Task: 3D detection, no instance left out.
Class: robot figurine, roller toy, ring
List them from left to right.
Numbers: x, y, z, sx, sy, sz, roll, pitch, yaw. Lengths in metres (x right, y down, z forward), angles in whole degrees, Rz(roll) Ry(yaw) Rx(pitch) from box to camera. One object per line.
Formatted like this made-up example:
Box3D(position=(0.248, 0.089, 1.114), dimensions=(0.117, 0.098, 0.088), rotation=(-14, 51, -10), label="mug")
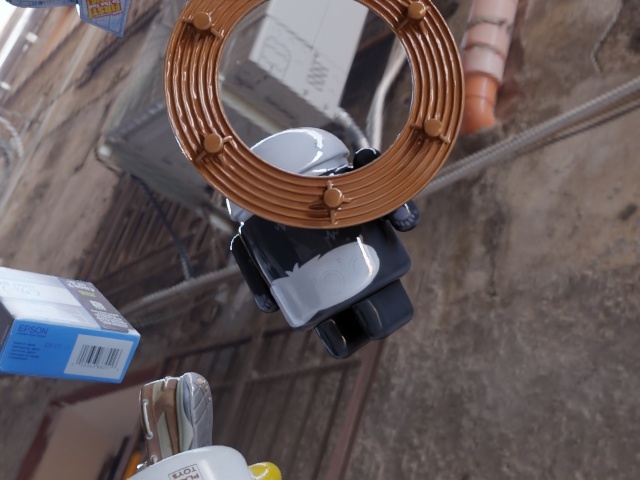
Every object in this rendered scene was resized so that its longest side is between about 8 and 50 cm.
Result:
Box3D(position=(-0.151, 0.326, 1.084), dimensions=(0.209, 0.146, 0.191), rotation=(-38, -27, 14), label="roller toy")
Box3D(position=(-0.003, -0.178, 1.052), dimensions=(0.336, 0.337, 0.032), rotation=(20, -13, -2), label="ring")
Box3D(position=(0.002, -0.001, 1.161), dimensions=(0.278, 0.209, 0.173), rotation=(60, -8, 4), label="robot figurine")

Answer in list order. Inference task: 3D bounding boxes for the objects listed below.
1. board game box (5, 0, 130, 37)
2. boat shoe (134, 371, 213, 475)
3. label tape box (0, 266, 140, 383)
Box3D(position=(-0.317, -0.354, 1.245), dimensions=(0.194, 0.060, 0.194), rotation=(-9, -42, -16), label="board game box")
Box3D(position=(-0.235, 0.378, 1.546), dimensions=(0.116, 0.325, 0.123), rotation=(-4, -8, 10), label="boat shoe")
Box3D(position=(-0.509, 0.124, 1.715), dimensions=(0.240, 0.106, 0.333), rotation=(14, 14, -42), label="label tape box")
